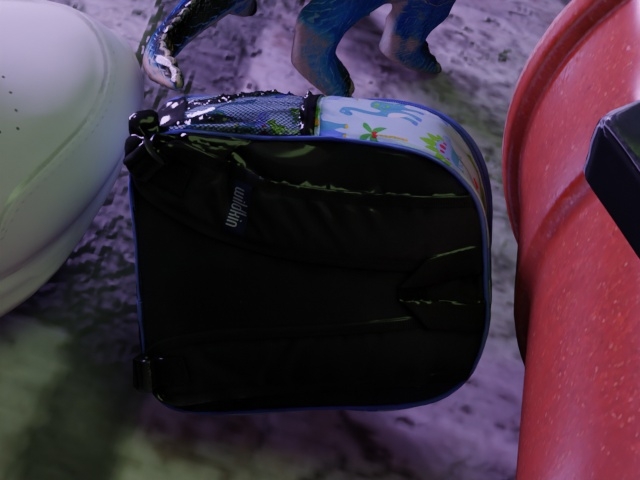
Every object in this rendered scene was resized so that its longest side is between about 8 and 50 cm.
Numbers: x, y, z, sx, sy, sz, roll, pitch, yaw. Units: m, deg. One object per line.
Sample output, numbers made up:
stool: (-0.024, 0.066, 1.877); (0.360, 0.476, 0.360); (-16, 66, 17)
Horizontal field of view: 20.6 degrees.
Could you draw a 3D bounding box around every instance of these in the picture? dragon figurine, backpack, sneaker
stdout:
dragon figurine: (0.026, -0.136, 0.689); (0.085, 0.144, 0.289); (41, 29, 21)
backpack: (0.000, 0.000, 0.582); (0.114, 0.105, 0.084); (2, 22, 6)
sneaker: (-0.171, -0.033, 0.524); (0.305, 0.152, 0.114); (-21, 56, -38)

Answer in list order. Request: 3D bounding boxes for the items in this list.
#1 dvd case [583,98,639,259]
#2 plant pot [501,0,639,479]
dvd case: (0.204, 0.004, 0.380); (0.238, 0.029, 0.179); (-22, 62, -16)
plant pot: (0.164, 0.086, 0.482); (0.272, 0.272, 0.265); (19, 51, -4)
